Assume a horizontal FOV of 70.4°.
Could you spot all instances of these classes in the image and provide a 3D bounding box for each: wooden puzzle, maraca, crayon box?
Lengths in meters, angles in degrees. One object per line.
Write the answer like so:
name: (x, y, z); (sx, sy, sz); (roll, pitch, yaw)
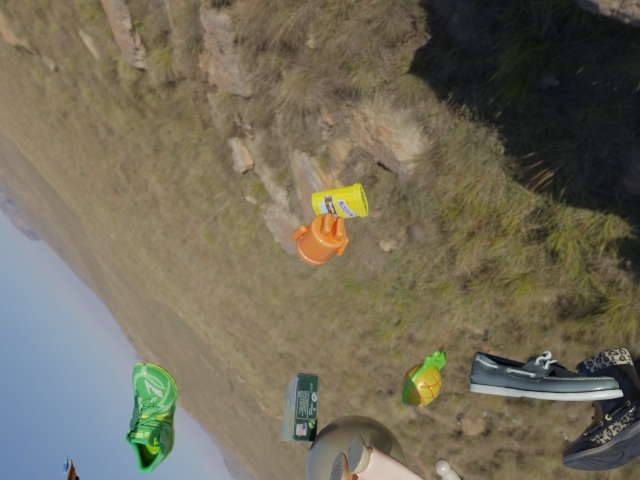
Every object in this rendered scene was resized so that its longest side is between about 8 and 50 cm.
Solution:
wooden puzzle: (-0.463, 0.459, 0.847); (0.079, 0.014, 0.116); (-113, 25, -46)
maraca: (0.295, 0.392, 1.287); (0.127, 0.186, 0.099); (23, -170, -47)
crayon box: (-0.075, 0.579, 1.553); (0.081, 0.202, 0.318); (8, 156, -10)

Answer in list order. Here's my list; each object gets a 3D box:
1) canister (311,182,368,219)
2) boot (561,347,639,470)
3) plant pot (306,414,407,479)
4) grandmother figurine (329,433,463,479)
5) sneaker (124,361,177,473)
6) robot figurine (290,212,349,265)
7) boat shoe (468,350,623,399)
canister: (0.067, -0.125, 1.548); (0.169, 0.073, 0.126); (-9, 141, 16)
boot: (0.896, 0.546, 1.452); (0.138, 0.284, 0.377); (15, 133, -9)
plant pot: (0.105, 0.616, 1.195); (0.284, 0.284, 0.191); (45, 166, 11)
grandmother figurine: (0.186, 0.484, 0.826); (0.342, 0.104, 0.208); (28, 124, -7)
sneaker: (-0.429, 0.453, 1.155); (0.123, 0.109, 0.296); (-78, -13, -78)
robot figurine: (0.002, 0.001, 1.467); (0.128, 0.158, 0.219); (60, 142, 14)
boat shoe: (0.452, 0.281, 0.957); (0.116, 0.099, 0.319); (15, 160, -31)
